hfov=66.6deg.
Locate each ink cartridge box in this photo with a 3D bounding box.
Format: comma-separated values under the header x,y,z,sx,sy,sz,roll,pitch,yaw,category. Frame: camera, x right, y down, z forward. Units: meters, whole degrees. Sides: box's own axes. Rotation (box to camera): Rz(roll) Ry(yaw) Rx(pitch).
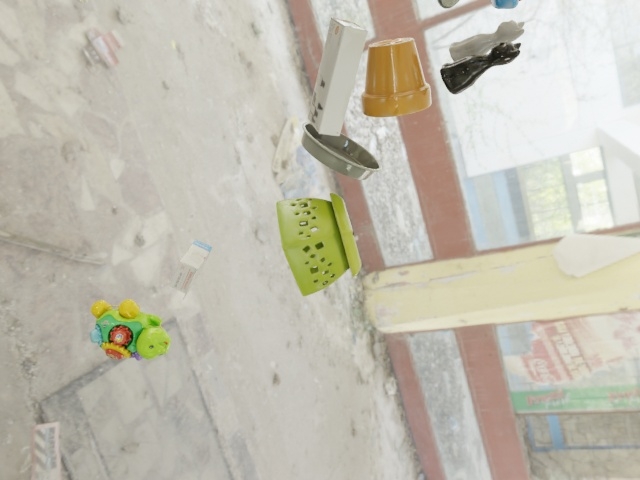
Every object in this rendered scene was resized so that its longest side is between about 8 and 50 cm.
x,y,z,sx,sy,sz,roll,pitch,yaw,category
-0.402,0.088,1.495,0.061,0.104,0.181,26,27,-7,ink cartridge box

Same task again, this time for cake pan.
x,y,z,sx,sy,sz,roll,pitch,yaw,category
0.061,-0.287,1.583,0.293,0.054,0.293,25,25,-12,cake pan

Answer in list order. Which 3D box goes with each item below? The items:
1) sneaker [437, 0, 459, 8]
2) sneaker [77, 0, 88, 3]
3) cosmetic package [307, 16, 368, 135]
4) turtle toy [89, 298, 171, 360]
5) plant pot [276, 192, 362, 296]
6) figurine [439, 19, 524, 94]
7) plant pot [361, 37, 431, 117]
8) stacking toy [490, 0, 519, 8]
x,y,z,sx,sy,sz,roll,pitch,yaw,category
0.422,-0.813,1.428,0.283,0.110,0.122,114,-13,-47,sneaker
-0.642,-0.684,1.279,0.058,0.084,0.152,-23,96,-23,sneaker
0.033,-0.371,1.114,0.099,0.060,0.239,-121,-141,-50,cosmetic package
-0.261,0.132,0.675,0.095,0.130,0.066,62,32,-44,turtle toy
0.000,0.000,1.485,0.228,0.207,0.227,-102,176,-48,plant pot
0.462,-0.524,1.357,0.092,0.209,0.215,49,47,-27,figurine
0.212,-0.477,1.413,0.205,0.205,0.188,-59,144,-57,plant pot
0.440,-0.551,0.861,0.175,0.301,0.166,-70,139,-61,stacking toy
